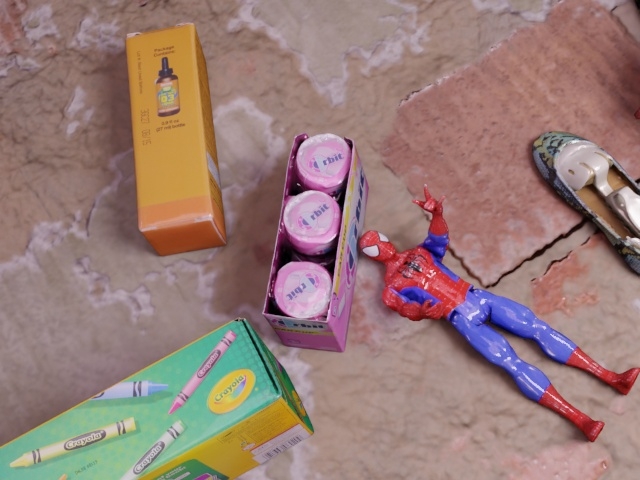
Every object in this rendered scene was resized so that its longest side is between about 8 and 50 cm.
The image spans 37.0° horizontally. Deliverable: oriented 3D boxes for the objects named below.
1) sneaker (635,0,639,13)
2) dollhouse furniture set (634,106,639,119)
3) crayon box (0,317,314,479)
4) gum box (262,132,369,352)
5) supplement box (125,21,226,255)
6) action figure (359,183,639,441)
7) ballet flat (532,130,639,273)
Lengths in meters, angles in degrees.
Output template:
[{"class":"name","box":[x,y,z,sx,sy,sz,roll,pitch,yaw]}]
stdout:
[{"class":"sneaker","box":[0.372,-0.342,0.995,0.130,0.109,0.286,-13,76,-3]},{"class":"dollhouse furniture set","box":[0.519,-0.134,0.877,0.374,0.152,0.201,-18,65,-17]},{"class":"crayon box","box":[-0.154,0.186,0.829,0.279,0.165,0.081,-28,67,-3]},{"class":"gum box","box":[0.000,0.000,0.908,0.062,0.107,0.188,5,69,11]},{"class":"supplement box","box":[-0.150,-0.107,0.992,0.078,0.080,0.233,-10,69,5]},{"class":"action figure","box":[0.144,0.057,0.851,0.280,0.139,0.091,33,76,22]},{"class":"ballet flat","box":[0.274,-0.047,0.905,0.070,0.070,0.188,-38,68,-7]}]
